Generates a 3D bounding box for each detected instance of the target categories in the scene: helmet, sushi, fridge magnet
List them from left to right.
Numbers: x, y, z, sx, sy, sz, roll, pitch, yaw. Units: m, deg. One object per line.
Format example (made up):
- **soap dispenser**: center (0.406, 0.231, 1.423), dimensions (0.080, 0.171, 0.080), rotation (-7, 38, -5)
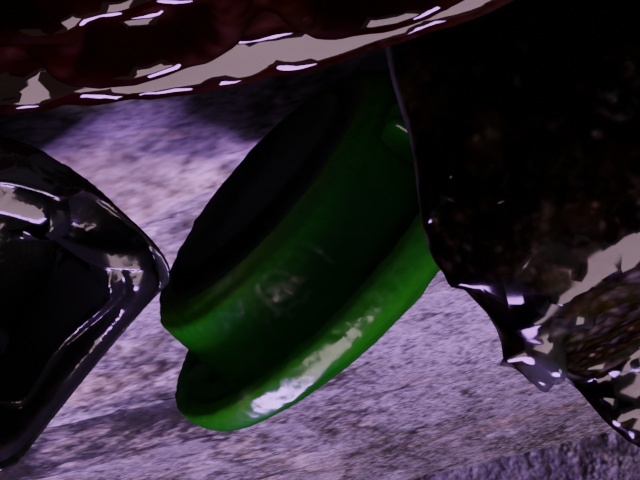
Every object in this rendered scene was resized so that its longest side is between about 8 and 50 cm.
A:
- **helmet**: center (-0.169, 0.012, 0.870), dimensions (0.153, 0.107, 0.177), rotation (-47, 140, 14)
- **fridge magnet**: center (0.000, 0.000, 0.898), dimensions (0.208, 0.088, 0.208), rotation (-45, -164, 16)
- **sushi**: center (0.177, -0.033, 0.810), dimensions (0.207, 0.234, 0.348), rotation (-21, 169, 26)

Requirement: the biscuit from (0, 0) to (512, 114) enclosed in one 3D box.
- **biscuit**: center (-0.027, -0.128, 0.516), dimensions (0.407, 0.091, 0.407), rotation (-14, 167, -3)
